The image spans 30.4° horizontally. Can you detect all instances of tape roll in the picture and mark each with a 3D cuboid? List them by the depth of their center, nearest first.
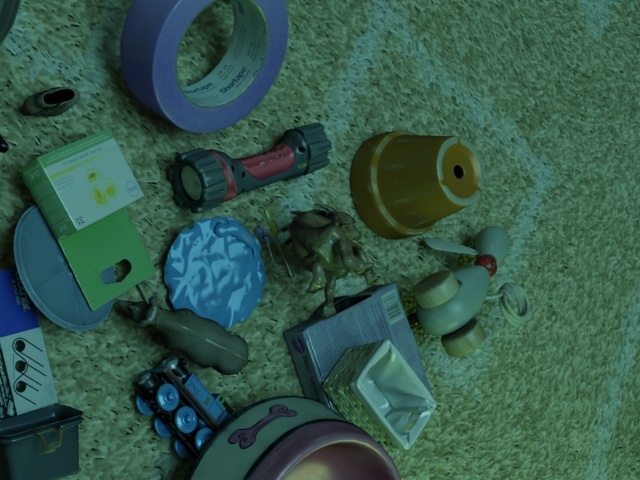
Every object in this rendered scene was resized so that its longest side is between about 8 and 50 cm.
[{"bbox_3d":[-0.180,-0.313,1.869,0.275,0.090,0.275,-29,136,-32],"label":"tape roll"}]

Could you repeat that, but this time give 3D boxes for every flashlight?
[{"bbox_3d":[-0.110,-0.133,1.985,0.304,0.103,0.103,-23,96,-39],"label":"flashlight"}]

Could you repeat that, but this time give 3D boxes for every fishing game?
[{"bbox_3d":[-0.176,0.053,1.930,0.264,0.041,0.189,-32,106,-24],"label":"fishing game"}]

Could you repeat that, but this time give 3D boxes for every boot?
[{"bbox_3d":[-0.391,-0.212,1.762,0.118,0.087,0.042,-30,102,-40],"label":"boot"}]

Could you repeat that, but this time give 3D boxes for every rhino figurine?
[{"bbox_3d":[-0.214,0.141,1.832,0.243,0.106,0.073,30,78,-26],"label":"rhino figurine"}]

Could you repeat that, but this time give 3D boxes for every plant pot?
[{"bbox_3d":[0.193,-0.113,2.183,0.205,0.188,0.205,7,79,-40],"label":"plant pot"}]

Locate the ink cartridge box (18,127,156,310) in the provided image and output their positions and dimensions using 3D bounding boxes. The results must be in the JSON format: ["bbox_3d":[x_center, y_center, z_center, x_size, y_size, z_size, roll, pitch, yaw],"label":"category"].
[{"bbox_3d":[-0.331,-0.035,1.770,0.171,0.056,0.235,-35,99,-55],"label":"ink cartridge box"}]

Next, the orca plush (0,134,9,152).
[{"bbox_3d":[-0.551,-0.112,1.600,0.287,0.102,0.151,-13,92,-41],"label":"orca plush"}]

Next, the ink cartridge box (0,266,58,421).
[{"bbox_3d":[-0.450,0.147,1.685,0.097,0.046,0.207,-14,92,-42],"label":"ink cartridge box"}]

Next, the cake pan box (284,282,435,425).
[{"bbox_3d":[0.074,0.230,2.110,0.246,0.070,0.267,-27,101,-42],"label":"cake pan box"}]

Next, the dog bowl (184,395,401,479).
[{"bbox_3d":[-0.029,0.457,1.865,0.408,0.150,0.408,-5,97,-42],"label":"dog bowl"}]

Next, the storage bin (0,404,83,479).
[{"bbox_3d":[-0.402,0.299,1.679,0.135,0.098,0.091,-13,102,-41],"label":"storage bin"}]

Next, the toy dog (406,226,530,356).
[{"bbox_3d":[0.252,0.097,2.259,0.333,0.161,0.220,-17,92,-56],"label":"toy dog"}]

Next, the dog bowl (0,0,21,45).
[{"bbox_3d":[-0.587,-0.379,1.611,0.349,0.102,0.349,7,79,-39],"label":"dog bowl"}]

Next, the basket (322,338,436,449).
[{"bbox_3d":[0.099,0.264,2.015,0.167,0.103,0.113,54,54,-22],"label":"basket"}]

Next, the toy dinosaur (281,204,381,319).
[{"bbox_3d":[0.000,0.000,1.979,0.200,0.127,0.296,63,4,22],"label":"toy dinosaur"}]

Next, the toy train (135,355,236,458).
[{"bbox_3d":[-0.212,0.263,1.856,0.184,0.080,0.105,53,45,-19],"label":"toy train"}]

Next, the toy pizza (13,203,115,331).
[{"bbox_3d":[-0.381,0.041,1.737,0.201,0.032,0.201,39,39,-41],"label":"toy pizza"}]
